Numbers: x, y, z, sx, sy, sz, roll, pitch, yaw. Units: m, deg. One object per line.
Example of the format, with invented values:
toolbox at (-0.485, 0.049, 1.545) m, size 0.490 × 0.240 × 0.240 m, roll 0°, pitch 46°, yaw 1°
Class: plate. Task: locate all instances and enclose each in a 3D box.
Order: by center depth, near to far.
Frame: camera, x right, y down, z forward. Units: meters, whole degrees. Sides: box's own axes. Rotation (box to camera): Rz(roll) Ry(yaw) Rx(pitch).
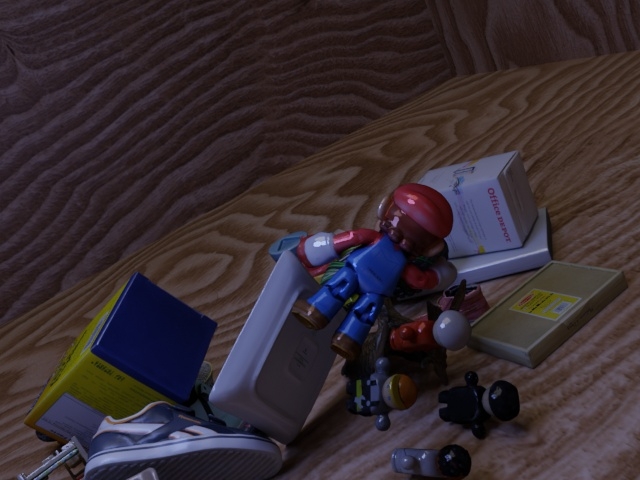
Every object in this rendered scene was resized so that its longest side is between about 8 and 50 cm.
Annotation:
plate at (-0.046, 0.197, 1.132) m, size 0.045 × 0.277 × 0.278 m, roll 13°, pitch 67°, yaw 34°

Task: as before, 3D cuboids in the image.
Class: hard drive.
hard drive at (0.358, 0.030, 1.534) m, size 0.353 × 0.047 × 0.233 m, roll -17°, pitch 20°, yaw 25°

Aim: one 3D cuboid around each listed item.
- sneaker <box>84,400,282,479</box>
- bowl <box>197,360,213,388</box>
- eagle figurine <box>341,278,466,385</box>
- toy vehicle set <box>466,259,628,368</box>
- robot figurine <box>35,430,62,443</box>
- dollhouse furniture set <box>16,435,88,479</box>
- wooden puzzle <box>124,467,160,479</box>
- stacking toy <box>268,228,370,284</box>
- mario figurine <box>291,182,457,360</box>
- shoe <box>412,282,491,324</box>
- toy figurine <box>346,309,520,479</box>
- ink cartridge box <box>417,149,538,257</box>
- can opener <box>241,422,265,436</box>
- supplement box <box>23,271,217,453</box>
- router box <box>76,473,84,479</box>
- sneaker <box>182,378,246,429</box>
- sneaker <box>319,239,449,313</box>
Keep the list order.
sneaker at (-0.227, 0.342, 1.118) m, size 0.321 × 0.126 × 0.127 m, roll 3°, pitch 36°, yaw -13°
bowl at (-0.300, 0.349, 1.448) m, size 0.170 × 0.080 × 0.170 m, roll -22°, pitch 18°, yaw 8°
eagle figurine at (0.129, 0.165, 1.251) m, size 0.226 × 0.225 × 0.298 m, roll -48°, pitch 36°, yaw -19°
toy vehicle set at (0.413, 0.127, 1.212) m, size 0.267 × 0.035 × 0.166 m, roll -33°, pitch 20°, yaw -22°
robot figurine at (-0.538, 0.413, 1.572) m, size 0.291 × 0.085 × 0.211 m, roll -16°, pitch 20°, yaw 24°
dollhouse furniture set at (-0.496, 0.454, 1.186) m, size 0.182 × 0.101 × 0.161 m, roll -34°, pitch -4°, yaw -25°
wooden puzzle at (-0.312, 0.487, 0.959) m, size 0.238 × 0.044 × 0.221 m, roll -27°, pitch 62°, yaw -6°
stacking toy at (0.000, 0.000, 1.943) m, size 0.279 × 0.130 × 0.309 m, roll -34°, pitch 21°, yaw -24°
mario figurine at (0.099, 0.041, 1.093) m, size 0.320 × 0.198 × 0.170 m, roll -49°, pitch 39°, yaw -14°
shoe at (0.250, 0.138, 1.318) m, size 0.178 × 0.081 × 0.063 m, roll -15°, pitch 21°, yaw 27°
toy figurine at (0.167, 0.231, 0.962) m, size 0.209 × 0.213 × 0.148 m, roll -38°, pitch 9°, yaw -37°
ink cartridge box at (0.348, -0.078, 1.496) m, size 0.232 × 0.171 × 0.168 m, roll -10°, pitch 23°, yaw 37°
can opener at (-0.125, 0.361, 1.226) m, size 0.073 × 0.059 × 0.186 m, roll -6°, pitch 26°, yaw 44°
supplement box at (-0.397, 0.262, 1.298) m, size 0.356 × 0.194 × 0.195 m, roll -41°, pitch 22°, yaw 35°
router box at (-0.416, 0.522, 1.117) m, size 0.335 × 0.082 × 0.301 m, roll -29°, pitch 19°, yaw -13°
sneaker at (-0.203, 0.309, 1.322) m, size 0.094 × 0.151 × 0.256 m, roll -20°, pitch 18°, yaw 21°
sneaker at (0.131, 0.051, 1.486) m, size 0.343 × 0.134 × 0.146 m, roll -20°, pitch 38°, yaw 33°
